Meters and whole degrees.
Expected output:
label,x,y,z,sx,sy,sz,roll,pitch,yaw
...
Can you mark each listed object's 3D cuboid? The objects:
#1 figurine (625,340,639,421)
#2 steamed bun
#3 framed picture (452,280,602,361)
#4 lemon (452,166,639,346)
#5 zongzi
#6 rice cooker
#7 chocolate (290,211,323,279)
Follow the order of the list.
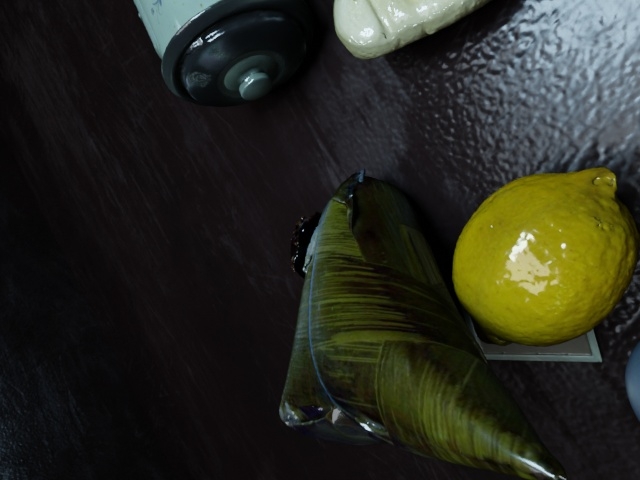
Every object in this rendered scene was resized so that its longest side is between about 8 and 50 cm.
label,x,y,z,sx,sy,sz,roll,pitch,yaw
figurine,0.421,0.112,0.387,0.197,0.265,0.175,101,146,-64
steamed bun,0.111,-0.342,0.567,0.212,0.110,0.231,-39,75,22
framed picture,0.305,0.115,0.645,0.183,0.011,0.141,-15,96,45
lemon,0.261,0.025,0.516,0.188,0.188,0.256,40,122,25
zongzi,0.110,0.053,0.531,0.432,0.208,0.403,142,140,-63
rice cooker,-0.162,-0.373,0.714,0.316,0.264,0.316,156,90,-86
chocolate,0.000,0.000,0.826,0.133,0.156,0.156,-137,40,-64
